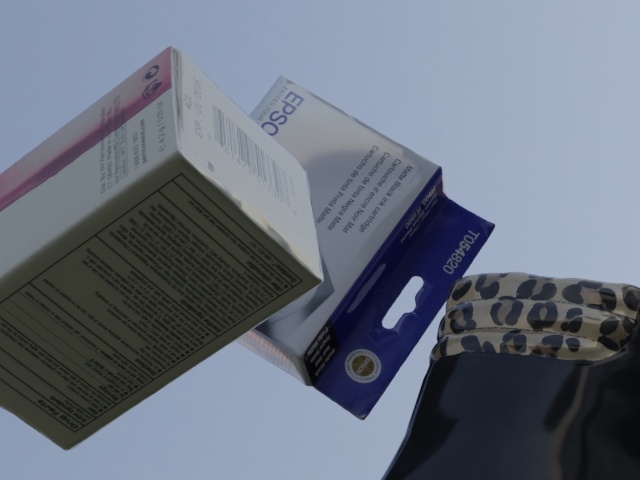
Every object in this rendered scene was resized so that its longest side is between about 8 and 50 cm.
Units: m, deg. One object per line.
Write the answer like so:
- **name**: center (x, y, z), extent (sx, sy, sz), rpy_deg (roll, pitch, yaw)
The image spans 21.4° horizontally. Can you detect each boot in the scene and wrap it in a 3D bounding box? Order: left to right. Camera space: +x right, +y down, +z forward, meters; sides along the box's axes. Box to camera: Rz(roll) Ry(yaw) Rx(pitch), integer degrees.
- **boot**: center (0.185, 0.181, 0.897), extent (0.138, 0.377, 0.284), rpy_deg (74, -146, -55)

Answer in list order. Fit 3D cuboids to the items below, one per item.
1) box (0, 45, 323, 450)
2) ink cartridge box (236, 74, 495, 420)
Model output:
- **box**: center (-0.135, 0.008, 1.130), extent (0.232, 0.127, 0.148), rpy_deg (-33, -54, 20)
- **ink cartridge box**: center (0.000, 0.000, 1.378), extent (0.223, 0.224, 0.045), rpy_deg (-54, -11, -27)
